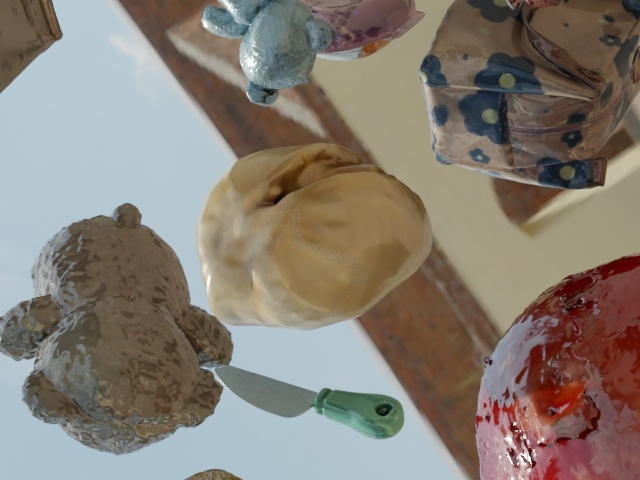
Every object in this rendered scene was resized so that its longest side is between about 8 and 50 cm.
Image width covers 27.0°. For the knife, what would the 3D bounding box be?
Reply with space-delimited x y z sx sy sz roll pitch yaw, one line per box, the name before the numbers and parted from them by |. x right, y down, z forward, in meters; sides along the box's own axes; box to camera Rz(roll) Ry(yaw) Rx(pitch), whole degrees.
knife | -0.023 0.191 1.579 0.063 0.260 0.034 -55 -36 -41

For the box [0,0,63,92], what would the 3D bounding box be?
box | -0.431 -0.232 1.216 0.190 0.297 0.225 -71 -29 -59

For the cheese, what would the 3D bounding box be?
cheese | 0.005 -0.297 1.749 0.286 0.189 0.074 13 132 36

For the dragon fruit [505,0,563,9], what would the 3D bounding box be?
dragon fruit | 0.131 -0.195 0.832 0.192 0.122 0.092 -14 -77 -67

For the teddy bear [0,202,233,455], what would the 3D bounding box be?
teddy bear | -0.198 0.093 1.303 0.151 0.236 0.267 110 154 -43

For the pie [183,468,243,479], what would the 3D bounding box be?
pie | -0.126 0.385 1.866 0.170 0.092 0.034 61 -166 28

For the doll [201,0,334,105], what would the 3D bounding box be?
doll | -0.056 -0.223 1.254 0.075 0.120 0.180 -12 -110 -44

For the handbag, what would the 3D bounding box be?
handbag | 0.238 -0.188 1.377 0.193 0.251 0.190 18 146 26

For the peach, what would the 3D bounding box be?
peach | 0.312 0.158 1.086 0.370 0.370 0.370 54 -171 -13

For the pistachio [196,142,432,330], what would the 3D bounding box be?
pistachio | 0.000 0.000 1.062 0.229 0.157 0.157 -12 -114 -53
